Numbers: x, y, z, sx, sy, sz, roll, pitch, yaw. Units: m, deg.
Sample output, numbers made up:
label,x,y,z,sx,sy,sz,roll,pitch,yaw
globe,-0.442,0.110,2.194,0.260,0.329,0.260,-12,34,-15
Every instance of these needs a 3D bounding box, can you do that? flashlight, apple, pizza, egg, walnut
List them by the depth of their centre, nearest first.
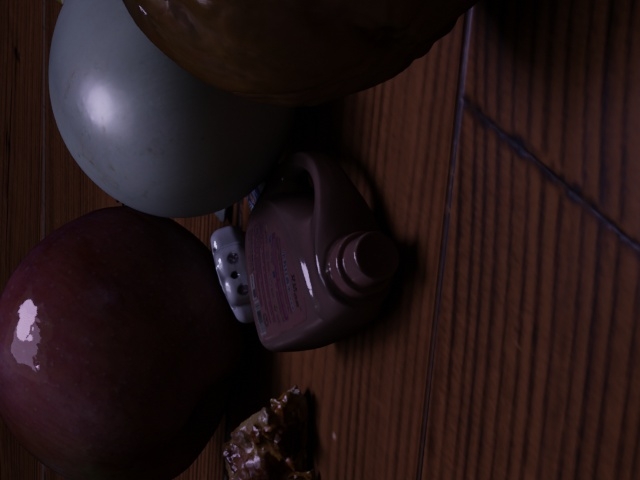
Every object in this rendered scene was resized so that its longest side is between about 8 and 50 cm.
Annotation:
label,x,y,z,sx,sy,sz,roll,pitch,yaw
walnut,-0.016,-0.259,1.200,0.333,0.332,0.333,175,90,-70
egg,-0.140,-0.162,1.659,0.371,0.230,0.230,-108,21,-58
flashlight,-0.074,0.033,1.729,0.200,0.047,0.093,106,145,-88
pizza,-0.053,0.217,1.746,0.154,0.069,0.194,-114,25,-44
apple,-0.210,0.119,1.866,0.235,0.305,0.306,34,138,16

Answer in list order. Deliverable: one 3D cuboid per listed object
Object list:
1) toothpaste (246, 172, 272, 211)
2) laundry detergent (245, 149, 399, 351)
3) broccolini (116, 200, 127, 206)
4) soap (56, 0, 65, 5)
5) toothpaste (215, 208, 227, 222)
label,x,y,z,sx,sy,sz,roll,pitch,yaw
toothpaste,-0.051,-0.028,1.726,0.060,0.038,0.233,96,160,-44
laundry detergent,0.000,0.000,1.532,0.237,0.076,0.171,142,121,-67
broccolini,-0.219,-0.020,2.217,0.201,0.058,0.074,86,-178,-54
soap,-0.215,-0.329,1.893,0.199,0.182,0.138,-146,52,-66
toothpaste,-0.138,-0.090,1.969,0.197,0.029,0.048,-124,34,-49
